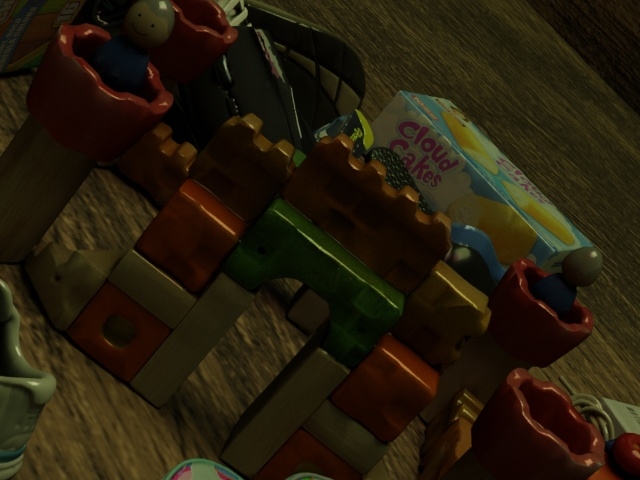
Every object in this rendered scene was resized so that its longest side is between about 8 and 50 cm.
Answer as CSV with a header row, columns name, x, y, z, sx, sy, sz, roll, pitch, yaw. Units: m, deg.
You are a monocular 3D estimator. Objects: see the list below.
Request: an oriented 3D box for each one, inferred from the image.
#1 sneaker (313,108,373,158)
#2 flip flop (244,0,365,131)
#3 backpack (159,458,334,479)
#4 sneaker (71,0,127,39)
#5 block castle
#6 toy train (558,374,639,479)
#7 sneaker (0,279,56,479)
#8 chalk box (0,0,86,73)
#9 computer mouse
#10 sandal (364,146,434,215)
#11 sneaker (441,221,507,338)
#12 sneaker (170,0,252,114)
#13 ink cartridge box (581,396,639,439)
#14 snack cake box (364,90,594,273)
name,x,y,z,sx,sy,sz,roll,pitch,yaw
sneaker,0.002,-0.087,1.349,0.144,0.059,0.053,-41,109,-51
flip flop,-0.067,-0.204,1.409,0.277,0.112,0.080,22,13,-28
backpack,-0.028,0.195,0.614,0.188,0.144,0.166,32,28,-13
sneaker,-0.256,-0.270,1.197,0.267,0.106,0.101,21,29,-38
block castle,0.000,0.000,0.943,0.453,0.213,0.303,39,21,-6
toy train,0.198,0.199,1.060,0.143,0.105,0.248,9,35,-32
sneaker,-0.208,0.036,0.705,0.191,0.083,0.071,45,23,15
chalk box,-0.282,-0.211,0.994,0.132,0.132,0.213,43,25,5
computer mouse,-0.108,-0.115,1.105,0.060,0.184,0.262,-73,150,-70
sandal,0.091,-0.016,1.352,0.067,0.040,0.179,1,55,-43
sneaker,0.152,0.065,1.270,0.081,0.090,0.232,7,-20,33
sneaker,-0.085,-0.183,1.161,0.094,0.235,0.153,-23,63,-38
ink cartridge box,0.318,0.215,1.268,0.135,0.056,0.099,18,31,-43
snack cake box,0.182,-0.053,1.525,0.264,0.089,0.152,48,23,18
